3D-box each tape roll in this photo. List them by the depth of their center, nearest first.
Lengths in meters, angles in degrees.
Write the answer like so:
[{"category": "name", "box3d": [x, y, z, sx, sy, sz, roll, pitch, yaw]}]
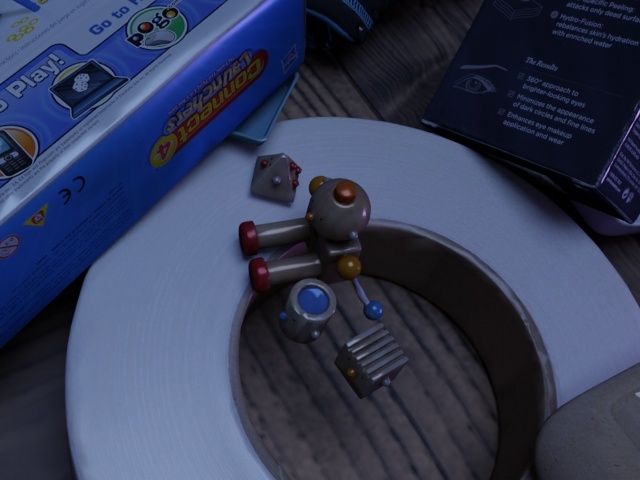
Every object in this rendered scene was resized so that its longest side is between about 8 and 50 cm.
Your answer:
[{"category": "tape roll", "box3d": [0.039, 0.093, 0.504, 0.391, 0.072, 0.392, 8, 57, -12]}]

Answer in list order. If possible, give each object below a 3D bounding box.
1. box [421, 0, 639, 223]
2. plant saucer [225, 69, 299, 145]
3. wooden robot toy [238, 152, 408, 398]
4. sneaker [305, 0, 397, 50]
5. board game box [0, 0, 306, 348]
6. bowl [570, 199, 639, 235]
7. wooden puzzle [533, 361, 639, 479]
[{"category": "box", "box3d": [0.187, -0.119, 0.585, 0.156, 0.158, 0.093, 31, 5, 41]}, {"category": "plant saucer", "box3d": [-0.114, -0.114, 0.549, 0.191, 0.018, 0.067, 17, 60, 10]}, {"category": "wooden robot toy", "box3d": [0.000, 0.000, 0.458, 0.076, 0.079, 0.173, -9, 62, -21]}, {"category": "sneaker", "box3d": [0.026, -0.231, 0.692, 0.340, 0.125, 0.140, -11, 91, -26]}, {"category": "board game box", "box3d": [-0.219, -0.121, 0.491, 0.301, 0.086, 0.308, 34, 64, 19]}, {"category": "bowl", "box3d": [0.256, -0.066, 0.676, 0.141, 0.053, 0.142, -14, 64, -23]}, {"category": "wooden puzzle", "box3d": [0.340, 0.163, 0.414, 0.347, 0.081, 0.322, -26, 57, -10]}]
